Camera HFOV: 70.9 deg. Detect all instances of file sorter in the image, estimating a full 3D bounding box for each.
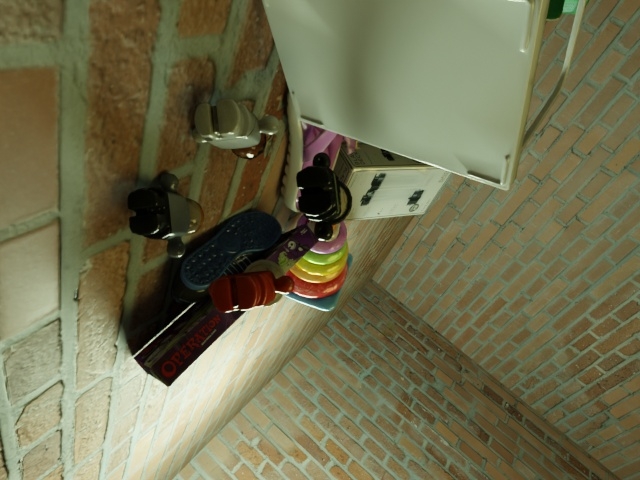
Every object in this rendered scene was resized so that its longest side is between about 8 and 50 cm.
[{"bbox_3d":[0.108,-0.217,0.466,0.173,0.277,0.193,-50,147,-22],"label":"file sorter"}]

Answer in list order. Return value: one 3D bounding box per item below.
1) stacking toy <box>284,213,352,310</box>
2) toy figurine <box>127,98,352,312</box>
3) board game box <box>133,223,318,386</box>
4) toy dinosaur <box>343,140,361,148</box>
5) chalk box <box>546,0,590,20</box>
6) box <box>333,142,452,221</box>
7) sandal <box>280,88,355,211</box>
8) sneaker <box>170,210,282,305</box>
[{"bbox_3d":[0.000,0.000,0.936,0.302,0.165,0.175,107,6,-56],"label":"stacking toy"},{"bbox_3d":[-0.088,-0.039,0.533,0.213,0.209,0.148,-53,173,6],"label":"toy figurine"},{"bbox_3d":[-0.171,0.107,0.810,0.347,0.056,0.208,-45,-171,-28],"label":"board game box"},{"bbox_3d":[0.071,-0.237,0.903,0.183,0.053,0.093,-48,157,-58],"label":"toy dinosaur"},{"bbox_3d":[0.325,-0.452,0.648,0.179,0.180,0.289,9,94,-75],"label":"chalk box"},{"bbox_3d":[0.146,-0.136,1.036,0.289,0.087,0.169,-8,143,-28],"label":"box"},{"bbox_3d":[0.026,-0.182,0.753,0.169,0.102,0.416,-44,165,-27],"label":"sandal"},{"bbox_3d":[-0.161,0.027,0.769,0.232,0.081,0.090,-37,175,-47],"label":"sneaker"}]
